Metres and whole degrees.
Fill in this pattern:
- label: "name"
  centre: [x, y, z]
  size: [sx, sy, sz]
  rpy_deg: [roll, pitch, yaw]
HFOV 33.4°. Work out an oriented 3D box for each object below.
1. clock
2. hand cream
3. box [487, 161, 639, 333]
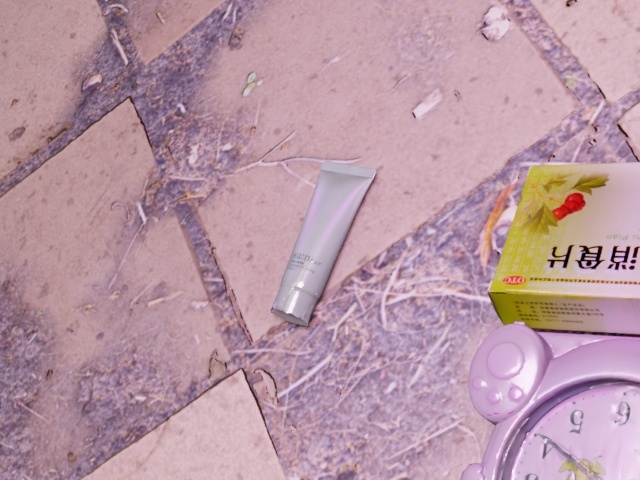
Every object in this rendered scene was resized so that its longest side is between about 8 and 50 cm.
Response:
- label: "clock"
  centre: [0.267, 0.241, 0.956]
  size: [0.295, 0.113, 0.322]
  rpy_deg: [1, 71, 32]
- label: "hand cream"
  centre: [0.000, 0.000, 1.266]
  size: [0.078, 0.050, 0.205]
  rpy_deg: [11, 72, 34]
- label: "box"
  centre: [0.311, 0.004, 1.028]
  size: [0.260, 0.062, 0.175]
  rpy_deg: [1, 50, 31]
